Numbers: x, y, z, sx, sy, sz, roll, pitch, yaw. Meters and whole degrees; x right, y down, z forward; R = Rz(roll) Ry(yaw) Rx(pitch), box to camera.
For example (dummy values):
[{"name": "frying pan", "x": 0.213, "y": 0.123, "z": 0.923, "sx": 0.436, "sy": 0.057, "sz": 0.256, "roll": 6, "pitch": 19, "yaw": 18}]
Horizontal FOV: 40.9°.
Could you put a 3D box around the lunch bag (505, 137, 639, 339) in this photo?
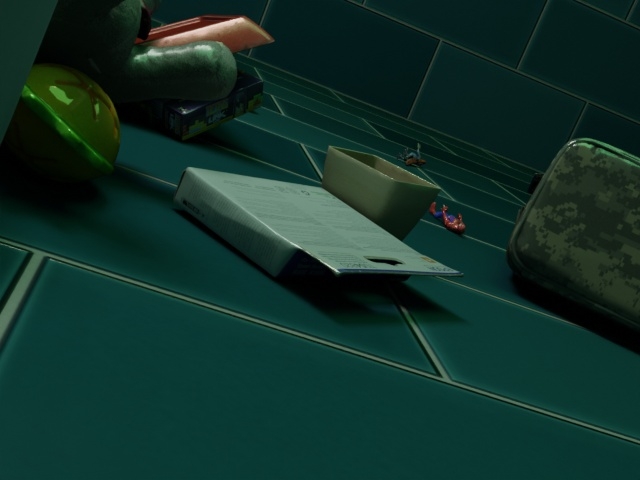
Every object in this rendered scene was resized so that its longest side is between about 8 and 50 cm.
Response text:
[{"name": "lunch bag", "x": 0.414, "y": 0.013, "z": 1.186, "sx": 0.305, "sy": 0.212, "sz": 0.256, "roll": 26, "pitch": -3, "yaw": 13}]

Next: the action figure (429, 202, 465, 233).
[{"name": "action figure", "x": 0.212, "y": -0.036, "z": 1.403, "sx": 0.038, "sy": 0.030, "sz": 0.115, "roll": 23, "pitch": 14, "yaw": -20}]

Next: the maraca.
[{"name": "maraca", "x": -0.233, "y": -0.104, "z": 0.762, "sx": 0.127, "sy": 0.099, "sz": 0.185, "roll": 42, "pitch": -5, "yaw": -14}]

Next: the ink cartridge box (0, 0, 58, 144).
[{"name": "ink cartridge box", "x": -0.393, "y": -0.241, "z": 0.696, "sx": 0.395, "sy": 0.270, "sz": 0.151, "roll": 31, "pitch": 10, "yaw": 32}]

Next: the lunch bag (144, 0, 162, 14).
[{"name": "lunch bag", "x": -0.354, "y": -0.372, "z": 1.178, "sx": 0.279, "sy": 0.108, "sz": 0.224, "roll": 0, "pitch": -49, "yaw": 51}]

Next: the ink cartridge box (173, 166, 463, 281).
[{"name": "ink cartridge box", "x": 0.000, "y": 0.000, "z": 0.877, "sx": 0.224, "sy": 0.045, "sz": 0.223, "roll": 34, "pitch": 18, "yaw": 36}]

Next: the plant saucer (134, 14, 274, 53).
[{"name": "plant saucer", "x": -0.231, "y": -0.290, "z": 1.280, "sx": 0.258, "sy": 0.048, "sz": 0.259, "roll": -20, "pitch": 20, "yaw": -18}]

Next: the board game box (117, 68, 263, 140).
[{"name": "board game box", "x": -0.192, "y": -0.219, "z": 1.275, "sx": 0.141, "sy": 0.048, "sz": 0.170, "roll": 28, "pitch": 40, "yaw": 28}]

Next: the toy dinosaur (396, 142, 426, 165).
[{"name": "toy dinosaur", "x": 0.218, "y": -0.185, "z": 2.010, "sx": 0.082, "sy": 0.047, "sz": 0.090, "roll": 25, "pitch": 44, "yaw": -31}]

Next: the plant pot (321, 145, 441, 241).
[{"name": "plant pot", "x": 0.061, "y": -0.045, "z": 1.042, "sx": 0.109, "sy": 0.096, "sz": 0.109, "roll": 30, "pitch": 16, "yaw": 33}]

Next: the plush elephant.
[{"name": "plush elephant", "x": -0.260, "y": -0.277, "z": 0.860, "sx": 0.330, "sy": 0.255, "sz": 0.272, "roll": -15, "pitch": -24, "yaw": 4}]
